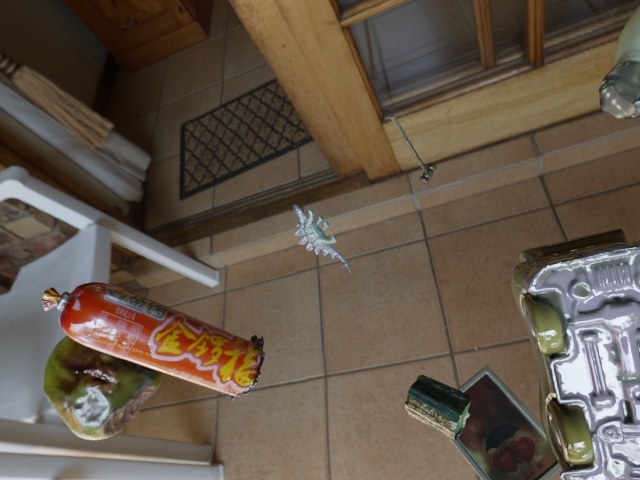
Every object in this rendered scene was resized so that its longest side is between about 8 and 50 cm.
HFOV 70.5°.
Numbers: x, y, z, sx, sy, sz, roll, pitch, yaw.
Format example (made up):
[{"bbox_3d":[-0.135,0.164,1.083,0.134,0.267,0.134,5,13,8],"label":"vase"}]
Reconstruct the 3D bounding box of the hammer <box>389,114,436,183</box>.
[{"bbox_3d":[0.246,-0.246,1.209,0.029,0.292,0.058,23,80,38],"label":"hammer"}]

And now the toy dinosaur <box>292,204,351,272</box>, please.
[{"bbox_3d":[0.001,-0.001,1.064,0.082,0.209,0.039,-39,10,26],"label":"toy dinosaur"}]

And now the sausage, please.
[{"bbox_3d":[-0.108,0.062,0.303,0.050,0.145,0.048,-62,26,-5],"label":"sausage"}]

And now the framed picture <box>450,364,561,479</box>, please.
[{"bbox_3d":[0.462,0.507,1.185,0.211,0.020,0.289,-37,61,-4],"label":"framed picture"}]

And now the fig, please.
[{"bbox_3d":[-0.303,0.183,0.629,0.166,0.154,0.144,-1,17,45],"label":"fig"}]

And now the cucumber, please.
[{"bbox_3d":[0.229,0.334,0.883,0.115,0.116,0.062,20,43,40],"label":"cucumber"}]

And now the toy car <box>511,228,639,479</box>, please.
[{"bbox_3d":[0.429,0.166,0.672,0.242,0.226,0.335,-15,92,14],"label":"toy car"}]

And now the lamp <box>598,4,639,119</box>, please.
[{"bbox_3d":[0.355,-0.206,0.428,0.250,0.101,0.101,-42,52,-9],"label":"lamp"}]
